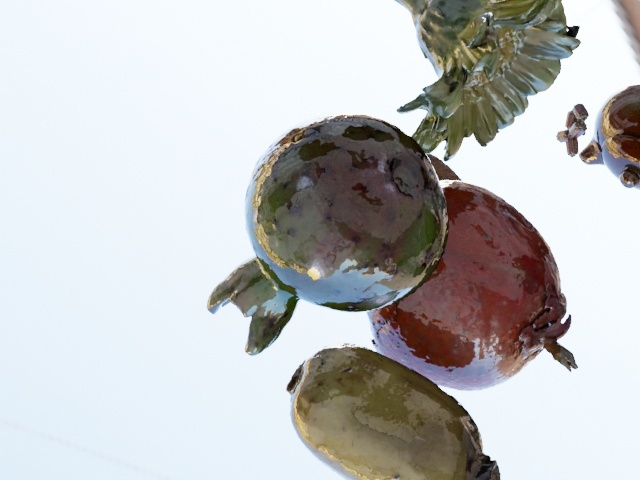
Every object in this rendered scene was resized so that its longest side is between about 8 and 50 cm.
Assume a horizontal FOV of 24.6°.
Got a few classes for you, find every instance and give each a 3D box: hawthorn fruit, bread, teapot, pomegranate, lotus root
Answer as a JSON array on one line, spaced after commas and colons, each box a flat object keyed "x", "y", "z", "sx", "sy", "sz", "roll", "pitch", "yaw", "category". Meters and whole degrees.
[{"x": 0.205, "y": 0.079, "z": 1.895, "sx": 0.307, "sy": 0.276, "sz": 0.276, "roll": 33, "pitch": -153, "yaw": 14, "category": "hawthorn fruit"}, {"x": 0.164, "y": -0.092, "z": 2.498, "sx": 0.126, "sy": 0.129, "sz": 0.044, "roll": 39, "pitch": -138, "yaw": -3, "category": "bread"}, {"x": 0.474, "y": -0.124, "z": 2.042, "sx": 0.178, "sy": 0.252, "sz": 0.135, "roll": 49, "pitch": -115, "yaw": -35, "category": "teapot"}, {"x": 0.016, "y": 0.001, "z": 1.665, "sx": 0.242, "sy": 0.306, "sz": 0.242, "roll": 14, "pitch": -137, "yaw": -13, "category": "pomegranate"}, {"x": 0.090, "y": 0.234, "z": 1.776, "sx": 0.284, "sy": 0.146, "sz": 0.160, "roll": 27, "pitch": -113, "yaw": 15, "category": "lotus root"}]

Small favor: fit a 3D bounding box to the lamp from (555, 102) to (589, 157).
[{"x": 0.403, "y": -0.180, "z": 2.325, "sx": 0.031, "sy": 0.083, "sz": 0.063, "roll": -1, "pitch": -143, "yaw": -18, "category": "lamp"}]

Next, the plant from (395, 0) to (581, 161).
[{"x": 0.191, "y": -0.244, "z": 1.843, "sx": 0.261, "sy": 0.305, "sz": 0.297, "roll": 31, "pitch": -178, "yaw": -42, "category": "plant"}]
